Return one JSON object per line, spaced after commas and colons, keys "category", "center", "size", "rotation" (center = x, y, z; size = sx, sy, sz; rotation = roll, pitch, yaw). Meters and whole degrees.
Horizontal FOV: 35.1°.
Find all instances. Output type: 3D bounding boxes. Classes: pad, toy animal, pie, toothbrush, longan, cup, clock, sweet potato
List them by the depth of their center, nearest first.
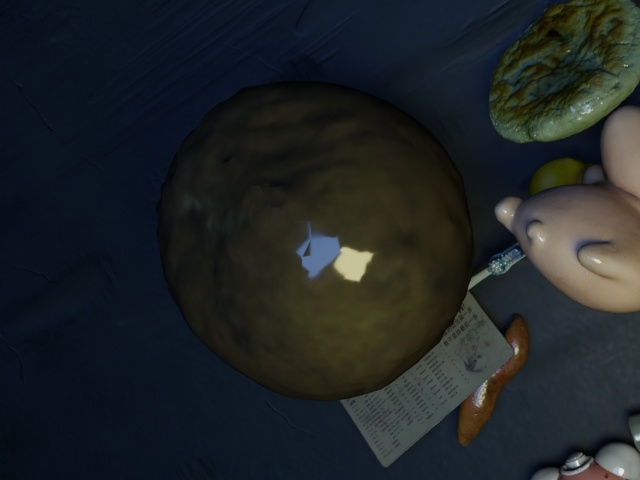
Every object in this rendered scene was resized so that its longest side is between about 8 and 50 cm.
{"category": "toy animal", "center": [0.383, -0.063, 1.220], "size": [0.247, 0.345, 0.278], "rotation": [-58, 45, 26]}
{"category": "pie", "center": [0.311, -0.220, 1.287], "size": [0.240, 0.241, 0.054], "rotation": [-38, 124, 19]}
{"category": "longan", "center": [-0.001, 0.004, 1.314], "size": [0.435, 0.404, 0.404], "rotation": [30, 106, 38]}
{"category": "cup", "center": [0.463, 0.258, 1.354], "size": [0.083, 0.054, 0.075], "rotation": [-22, 87, 18]}
{"category": "clock", "center": [0.378, 0.366, 1.377], "size": [0.165, 0.092, 0.162], "rotation": [-27, 83, 21]}
{"category": "sweet potato", "center": [0.237, 0.198, 1.429], "size": [0.058, 0.055, 0.202], "rotation": [23, 103, -21]}
{"category": "toothbrush", "center": [0.139, 0.112, 1.452], "size": [0.386, 0.040, 0.040], "rotation": [-36, 83, 28]}
{"category": "pad", "center": [0.139, 0.186, 1.459], "size": [0.265, 0.009, 0.160], "rotation": [-46, 61, 18]}
